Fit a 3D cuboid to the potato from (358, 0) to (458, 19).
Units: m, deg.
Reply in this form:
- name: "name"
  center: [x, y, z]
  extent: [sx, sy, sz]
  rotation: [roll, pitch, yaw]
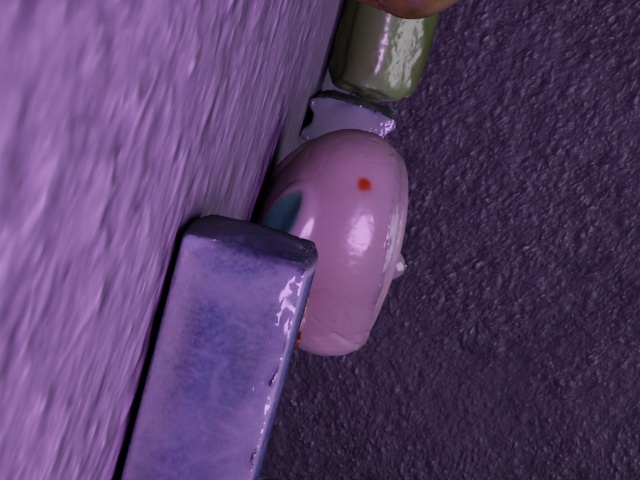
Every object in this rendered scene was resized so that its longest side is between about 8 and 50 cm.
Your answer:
- name: "potato"
  center: [0.073, -0.225, 0.467]
  extent: [0.157, 0.157, 0.194]
  rotation: [94, 21, -88]

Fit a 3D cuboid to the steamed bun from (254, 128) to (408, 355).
- name: "steamed bun"
  center: [0.000, 0.000, 0.746]
  extent: [0.177, 0.131, 0.228]
  rotation: [-88, -170, -49]

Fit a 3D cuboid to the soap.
- name: "soap"
  center: [0.042, -0.160, 1.063]
  extent: [0.198, 0.115, 0.063]
  rotation: [-74, -179, -76]

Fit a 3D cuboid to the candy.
- name: "candy"
  center: [0.101, -0.357, 1.040]
  extent: [0.142, 0.132, 0.343]
  rotation: [2, 108, -45]

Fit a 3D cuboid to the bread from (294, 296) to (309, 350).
- name: "bread"
  center: [-0.047, 0.047, 0.573]
  extent: [0.233, 0.076, 0.105]
  rotation: [80, 25, -86]

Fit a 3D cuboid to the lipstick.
- name: "lipstick"
  center: [-0.070, 0.129, 0.436]
  extent: [0.077, 0.076, 0.289]
  rotation: [-64, 171, -78]

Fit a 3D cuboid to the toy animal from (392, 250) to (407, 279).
- name: "toy animal"
  center: [0.001, 0.038, 1.255]
  extent: [0.258, 0.194, 0.357]
  rotation: [-48, 171, 18]
